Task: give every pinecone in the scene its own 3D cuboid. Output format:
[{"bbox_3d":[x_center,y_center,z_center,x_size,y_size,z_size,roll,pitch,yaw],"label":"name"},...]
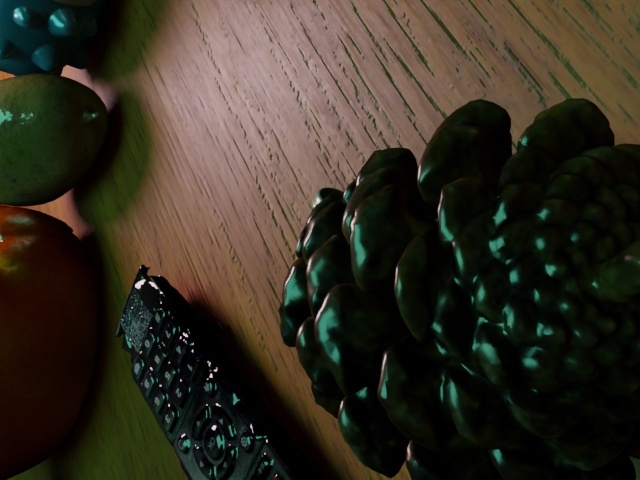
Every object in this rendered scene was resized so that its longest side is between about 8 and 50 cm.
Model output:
[{"bbox_3d":[0.094,0.044,0.500,0.309,0.244,0.244,180,93,-64],"label":"pinecone"}]

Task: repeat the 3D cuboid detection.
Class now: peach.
[{"bbox_3d":[-0.495,0.141,1.096,0.335,0.310,0.406,43,116,38],"label":"peach"}]

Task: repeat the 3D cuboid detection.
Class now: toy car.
[{"bbox_3d":[-0.383,-0.323,1.089,0.255,0.188,0.190,-45,64,33],"label":"toy car"}]

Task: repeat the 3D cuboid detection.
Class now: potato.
[{"bbox_3d":[-0.390,-0.139,1.099,0.251,0.174,0.159,-17,71,32],"label":"potato"}]

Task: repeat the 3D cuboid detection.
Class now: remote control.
[{"bbox_3d":[-0.104,0.188,0.824,0.399,0.062,0.145,46,122,38],"label":"remote control"}]

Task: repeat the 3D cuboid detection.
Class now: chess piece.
[{"bbox_3d":[0.000,0.000,0.737,0.042,0.042,0.093,51,130,38],"label":"chess piece"}]
